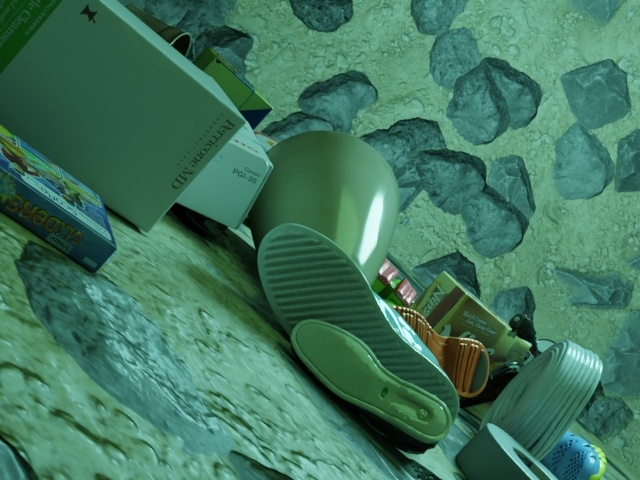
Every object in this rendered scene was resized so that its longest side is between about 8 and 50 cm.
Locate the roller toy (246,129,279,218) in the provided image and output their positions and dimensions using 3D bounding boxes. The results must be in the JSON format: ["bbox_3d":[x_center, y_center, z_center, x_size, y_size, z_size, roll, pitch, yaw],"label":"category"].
[{"bbox_3d":[-0.106,-0.108,1.913,0.191,0.146,0.209,34,11,6],"label":"roller toy"}]

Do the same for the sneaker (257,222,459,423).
[{"bbox_3d":[0.041,0.121,1.400,0.366,0.135,0.150,51,0,-10],"label":"sneaker"}]

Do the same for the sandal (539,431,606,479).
[{"bbox_3d":[0.460,0.418,2.029,0.138,0.126,0.317,32,2,-17],"label":"sandal"}]

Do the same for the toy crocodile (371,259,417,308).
[{"bbox_3d":[0.101,0.071,1.983,0.340,0.105,0.115,42,34,0],"label":"toy crocodile"}]

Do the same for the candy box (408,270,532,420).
[{"bbox_3d":[0.283,0.213,1.951,0.316,0.183,0.087,37,7,-39],"label":"candy box"}]

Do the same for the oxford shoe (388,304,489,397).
[{"bbox_3d":[0.127,0.187,1.644,0.133,0.129,0.364,2,-17,43],"label":"oxford shoe"}]

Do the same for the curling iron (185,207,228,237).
[{"bbox_3d":[-0.180,-0.059,1.615,0.068,0.035,0.274,38,8,-13],"label":"curling iron"}]

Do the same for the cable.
[{"bbox_3d":[0.384,0.284,1.757,0.089,0.257,0.257,38,12,3],"label":"cable"}]

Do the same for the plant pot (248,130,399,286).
[{"bbox_3d":[0.000,0.000,1.561,0.256,0.256,0.274,40,23,-19],"label":"plant pot"}]

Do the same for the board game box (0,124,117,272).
[{"bbox_3d":[-0.290,-0.062,0.955,0.201,0.035,0.136,39,7,-29],"label":"board game box"}]

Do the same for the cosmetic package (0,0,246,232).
[{"bbox_3d":[-0.289,-0.196,1.155,0.366,0.197,0.155,36,9,-36],"label":"cosmetic package"}]

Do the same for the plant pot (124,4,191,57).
[{"bbox_3d":[-0.432,-0.486,2.465,0.165,0.167,0.167,36,6,5],"label":"plant pot"}]

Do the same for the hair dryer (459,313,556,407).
[{"bbox_3d":[0.369,0.269,1.940,0.293,0.224,0.080,43,11,-35],"label":"hair dryer"}]

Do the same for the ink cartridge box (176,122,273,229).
[{"bbox_3d":[-0.204,-0.144,1.513,0.207,0.117,0.283,26,12,-18],"label":"ink cartridge box"}]

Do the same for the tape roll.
[{"bbox_3d":[0.308,0.377,1.508,0.219,0.072,0.219,41,6,-5],"label":"tape roll"}]

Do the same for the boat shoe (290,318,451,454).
[{"bbox_3d":[0.053,0.191,1.281,0.233,0.084,0.079,36,-32,4],"label":"boat shoe"}]

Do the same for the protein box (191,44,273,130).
[{"bbox_3d":[-0.211,-0.226,1.812,0.136,0.200,0.201,41,6,-19],"label":"protein box"}]
